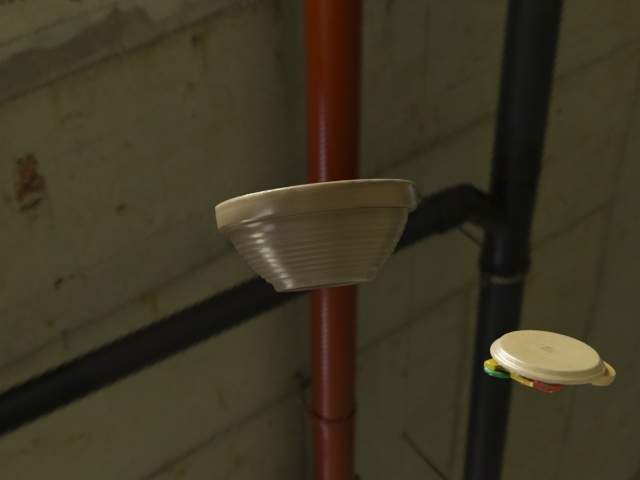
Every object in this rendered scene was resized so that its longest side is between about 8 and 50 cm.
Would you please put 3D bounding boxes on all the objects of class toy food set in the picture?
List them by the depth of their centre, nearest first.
[{"bbox_3d":[0.158,0.085,0.831,0.083,0.082,0.020,-13,-64,-45],"label":"toy food set"}]

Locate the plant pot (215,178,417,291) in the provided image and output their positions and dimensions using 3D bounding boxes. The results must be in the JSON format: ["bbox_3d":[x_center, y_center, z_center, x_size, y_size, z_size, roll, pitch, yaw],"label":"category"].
[{"bbox_3d":[0.000,0.000,1.388,0.237,0.237,0.110,-1,-98,-46],"label":"plant pot"}]
